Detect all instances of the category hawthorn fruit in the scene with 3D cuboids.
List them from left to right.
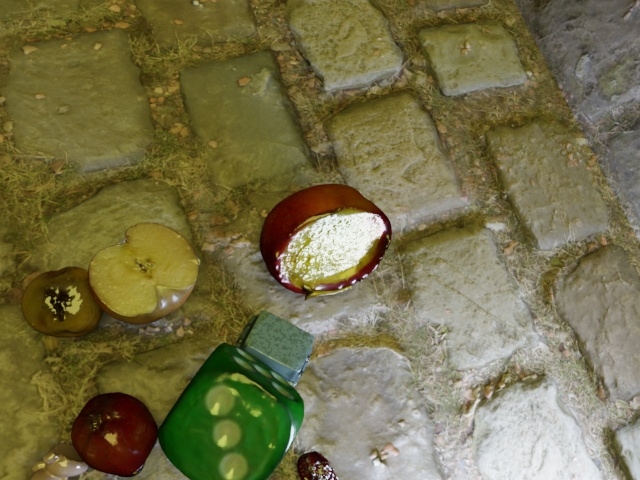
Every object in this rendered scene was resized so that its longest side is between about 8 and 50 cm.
[{"bbox_3d":[-0.548,0.499,1.418,0.215,0.249,0.215,-6,57,10],"label":"hawthorn fruit"}]

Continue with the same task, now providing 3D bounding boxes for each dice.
[{"bbox_3d":[-0.234,0.473,1.458,0.300,0.287,0.297,35,88,-3],"label":"dice"}]

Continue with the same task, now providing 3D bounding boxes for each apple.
[{"bbox_3d":[-0.502,0.110,1.526,0.251,0.163,0.293,47,53,11],"label":"apple"}]

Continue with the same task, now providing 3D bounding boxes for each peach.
[{"bbox_3d":[0.007,-0.011,1.714,0.406,0.310,0.335,-23,118,-11],"label":"peach"}]

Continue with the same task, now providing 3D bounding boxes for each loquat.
[{"bbox_3d":[-0.711,0.167,1.505,0.213,0.213,0.213,5,71,-15],"label":"loquat"}]

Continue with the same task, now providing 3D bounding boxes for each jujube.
[{"bbox_3d":[-0.003,0.698,1.600,0.104,0.104,0.166,-32,95,-23],"label":"jujube"}]

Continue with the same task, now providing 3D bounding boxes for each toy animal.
[{"bbox_3d":[-0.713,0.641,1.410,0.124,0.124,0.212,34,76,-4],"label":"toy animal"}]

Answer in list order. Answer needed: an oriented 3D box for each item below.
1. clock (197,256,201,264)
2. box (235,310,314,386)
[{"bbox_3d":[-0.482,0.095,1.664,0.147,0.071,0.192,39,67,-2],"label":"clock"},{"bbox_3d":[-0.136,0.326,1.658,0.227,0.130,0.162,29,55,-3],"label":"box"}]
